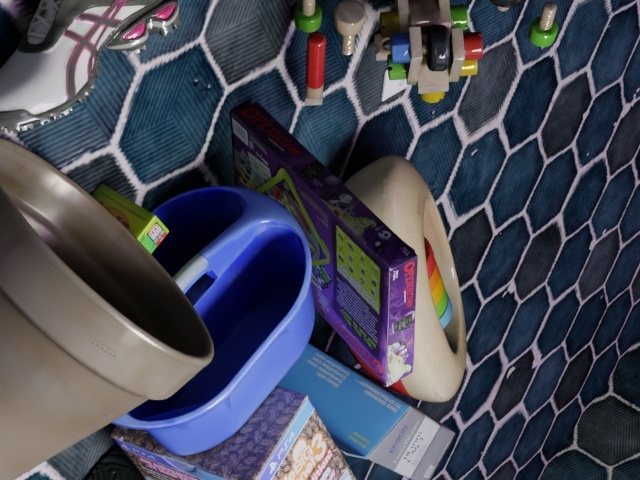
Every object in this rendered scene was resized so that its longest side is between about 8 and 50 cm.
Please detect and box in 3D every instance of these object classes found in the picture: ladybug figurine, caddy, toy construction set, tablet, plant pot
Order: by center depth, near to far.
[{"bbox_3d":[-0.316,0.103,1.489,0.280,0.323,0.323,-46,152,6],"label":"plant pot"},{"bbox_3d":[-0.155,0.091,1.765,0.341,0.241,0.179,-50,154,-19],"label":"caddy"},{"bbox_3d":[0.105,-0.257,1.921,0.309,0.257,0.237,-25,153,-17],"label":"toy construction set"},{"bbox_3d":[0.118,-0.240,2.140,0.083,0.006,0.054,-32,141,-40],"label":"tablet"},{"bbox_3d":[0.108,0.071,2.175,0.305,0.162,0.449,-84,160,-45],"label":"ladybug figurine"}]

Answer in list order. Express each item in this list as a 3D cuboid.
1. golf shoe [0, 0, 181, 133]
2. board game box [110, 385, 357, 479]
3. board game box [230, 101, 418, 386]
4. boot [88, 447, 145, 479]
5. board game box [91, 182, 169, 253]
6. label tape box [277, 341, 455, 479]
[{"bbox_3d":[-0.264,-0.212,1.481,0.273,0.105,0.120,-47,134,-34],"label":"golf shoe"},{"bbox_3d":[-0.095,0.308,1.914,0.141,0.232,0.291,-57,143,-27],"label":"board game box"},{"bbox_3d":[0.000,0.000,1.818,0.056,0.347,0.208,-23,138,-26],"label":"board game box"},{"bbox_3d":[-0.283,0.420,2.025,0.207,0.094,0.246,89,15,-70],"label":"boot"},{"bbox_3d":[-0.268,0.032,1.680,0.181,0.092,0.043,-54,150,-12],"label":"board game box"},{"bbox_3d":[0.039,0.248,2.216,0.106,0.241,0.334,-58,152,-3],"label":"label tape box"}]
